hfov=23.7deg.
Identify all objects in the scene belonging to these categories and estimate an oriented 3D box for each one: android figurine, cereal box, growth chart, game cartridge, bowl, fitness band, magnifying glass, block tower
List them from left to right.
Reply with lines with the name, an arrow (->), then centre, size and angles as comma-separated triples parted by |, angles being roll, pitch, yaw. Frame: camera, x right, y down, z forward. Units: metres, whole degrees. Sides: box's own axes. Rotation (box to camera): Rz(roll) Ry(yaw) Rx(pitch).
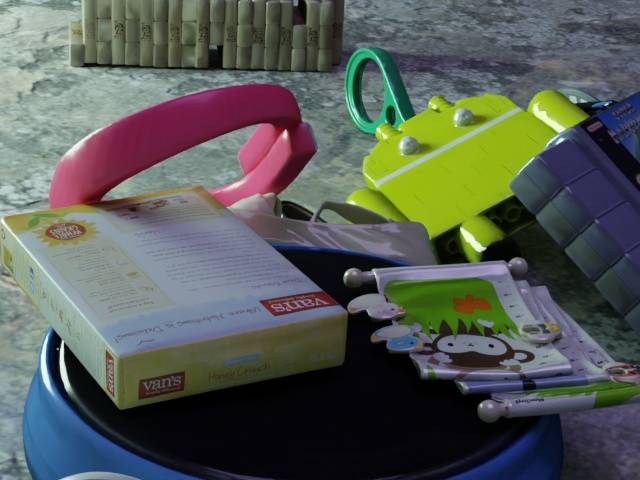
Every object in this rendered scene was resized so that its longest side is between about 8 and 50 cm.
cereal box -> -0.112, 0.034, 1.102 | 0.173, 0.047, 0.240 | -9, 28, -27
fitness band -> -0.120, -0.058, 1.274 | 0.209, 0.054, 0.291 | -13, -11, -18
block tower -> -0.139, -0.267, 1.867 | 0.335, 0.097, 0.091 | -1, 25, -9
bowl -> -0.016, 0.111, 1.102 | 0.391, 0.077, 0.391 | 4, 25, -2
magnifying glass -> 0.086, -0.130, 1.638 | 0.026, 0.092, 0.231 | -4, 36, -26
android figurine -> 0.143, -0.063, 1.446 | 0.248, 0.056, 0.273 | -27, 36, -7
growth chart -> 0.125, 0.068, 1.102 | 0.172, 0.021, 0.237 | -7, 27, -21
game cartridge -> 0.337, -0.035, 1.364 | 0.355, 0.068, 0.230 | -27, 77, -48

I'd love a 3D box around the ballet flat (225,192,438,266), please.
ballet flat -> -0.022, 0.000, 1.314 | 0.248, 0.086, 0.086 | 8, 25, 1

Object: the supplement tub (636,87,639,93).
supplement tub -> 0.421, -0.104, 1.598 | 0.106, 0.106, 0.198 | -10, 29, -29

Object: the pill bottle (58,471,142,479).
pill bottle -> -0.130, 0.224, 0.790 | 0.119, 0.119, 0.208 | 6, 26, 3

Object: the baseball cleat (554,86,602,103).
baseball cleat -> 0.276, -0.111, 1.631 | 0.109, 0.072, 0.206 | -33, 23, -19

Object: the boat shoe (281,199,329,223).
boat shoe -> 0.000, 0.000, 1.384 | 0.046, 0.038, 0.125 | -12, 30, -34

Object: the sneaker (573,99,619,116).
sneaker -> 0.298, -0.070, 1.484 | 0.217, 0.121, 0.079 | 21, 31, 32
